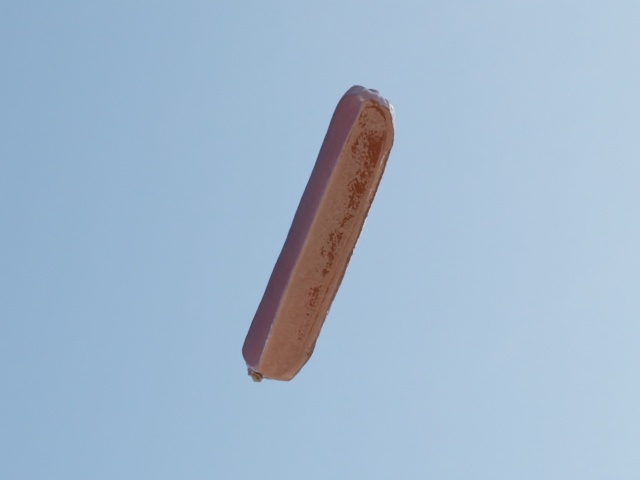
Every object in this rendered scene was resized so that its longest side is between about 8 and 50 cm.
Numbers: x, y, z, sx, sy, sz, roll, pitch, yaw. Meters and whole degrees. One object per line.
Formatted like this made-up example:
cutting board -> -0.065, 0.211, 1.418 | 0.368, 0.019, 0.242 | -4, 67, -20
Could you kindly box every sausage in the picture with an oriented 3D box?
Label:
sausage -> 0.000, 0.000, 0.895 | 0.035, 0.030, 0.147 | 19, -77, -6
